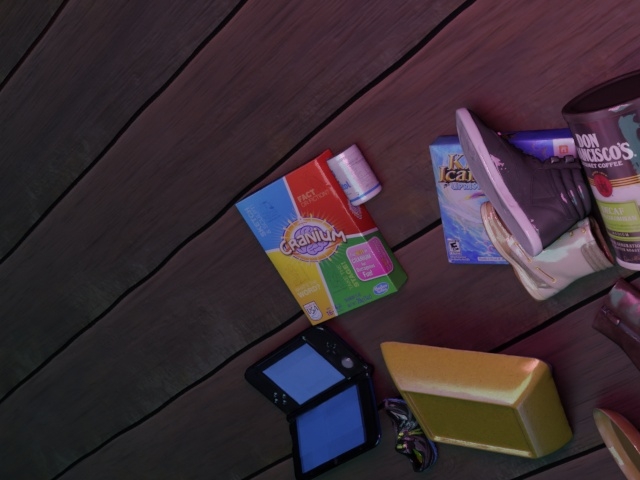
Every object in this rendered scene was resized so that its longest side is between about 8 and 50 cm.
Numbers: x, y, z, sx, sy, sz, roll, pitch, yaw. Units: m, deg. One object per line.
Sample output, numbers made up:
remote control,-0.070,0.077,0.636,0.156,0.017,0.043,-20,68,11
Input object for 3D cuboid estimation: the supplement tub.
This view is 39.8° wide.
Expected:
supplement tub,0.067,-0.129,1.745,0.071,0.071,0.107,-27,100,36

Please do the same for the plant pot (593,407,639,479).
plant pot,0.596,0.413,1.667,0.032,0.236,0.236,-31,100,-1

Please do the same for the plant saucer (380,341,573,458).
plant saucer,0.304,0.331,1.751,0.333,0.081,0.333,3,145,28

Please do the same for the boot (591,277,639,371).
boot,0.599,0.208,1.636,0.207,0.090,0.248,31,128,26

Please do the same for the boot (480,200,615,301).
boot,0.395,-0.009,1.547,0.165,0.077,0.213,-31,99,35

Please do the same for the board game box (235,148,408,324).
board game box,0.000,0.000,1.851,0.242,0.064,0.316,-27,100,36

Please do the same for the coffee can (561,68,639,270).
coffee can,0.529,-0.118,1.413,0.202,0.201,0.275,-15,107,34

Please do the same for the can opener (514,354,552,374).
can opener,0.340,0.280,1.818,0.280,0.074,0.093,-2,79,28

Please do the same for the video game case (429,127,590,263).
video game case,0.349,-0.076,1.623,0.270,0.061,0.244,0,114,29

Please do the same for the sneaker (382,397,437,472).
sneaker,0.194,0.430,1.957,0.067,0.078,0.188,-20,103,44

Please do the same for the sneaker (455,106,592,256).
sneaker,0.349,-0.126,1.509,0.147,0.104,0.295,-27,68,-3

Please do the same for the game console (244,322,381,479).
game console,-0.025,0.366,1.981,0.250,0.173,0.293,43,127,-14
